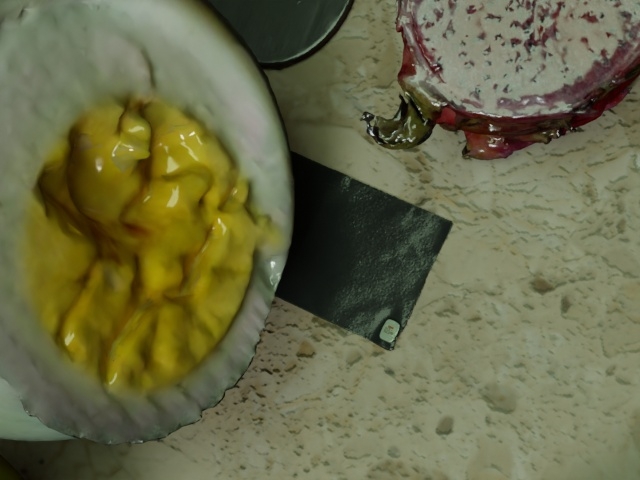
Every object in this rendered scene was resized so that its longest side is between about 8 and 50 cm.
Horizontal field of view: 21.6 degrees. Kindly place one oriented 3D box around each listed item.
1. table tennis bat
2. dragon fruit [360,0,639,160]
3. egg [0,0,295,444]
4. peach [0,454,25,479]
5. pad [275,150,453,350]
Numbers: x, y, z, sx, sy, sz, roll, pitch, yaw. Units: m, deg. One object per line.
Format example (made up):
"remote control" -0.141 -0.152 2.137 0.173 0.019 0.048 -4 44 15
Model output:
"table tennis bat" -0.093 -0.248 1.435 0.274 0.021 0.154 30 88 19
"dragon fruit" 0.151 -0.172 1.288 0.282 0.147 0.211 -44 79 8
"egg" -0.247 -0.025 1.283 0.340 0.354 0.354 -2 77 44
"peach" -0.345 0.259 1.251 0.314 0.315 0.281 -22 73 11
"pad" 0.000 0.000 1.363 0.193 0.004 0.116 25 87 21
